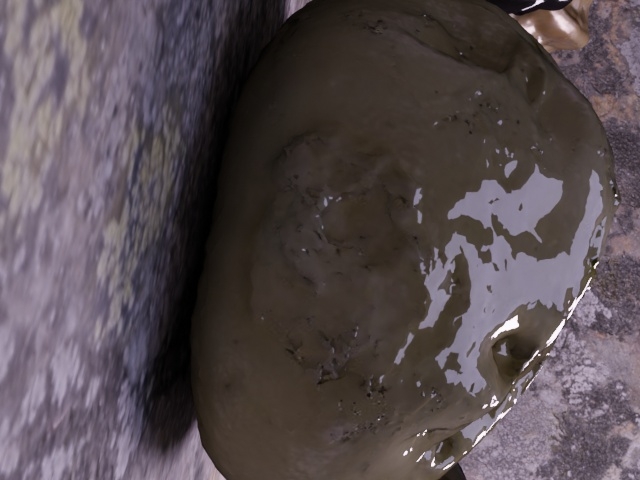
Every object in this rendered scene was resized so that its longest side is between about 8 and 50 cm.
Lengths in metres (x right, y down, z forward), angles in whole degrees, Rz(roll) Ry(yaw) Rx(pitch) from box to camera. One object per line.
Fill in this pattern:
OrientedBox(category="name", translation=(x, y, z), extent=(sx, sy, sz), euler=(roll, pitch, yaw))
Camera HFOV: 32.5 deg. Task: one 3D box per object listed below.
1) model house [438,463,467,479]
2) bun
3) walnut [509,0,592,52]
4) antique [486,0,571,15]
OrientedBox(category="model house", translation=(0.011, 0.345, 1.393), extent=(0.317, 0.297, 0.282), euler=(62, -30, 31))
OrientedBox(category="bun", translation=(0.050, 0.013, 0.687), extent=(0.362, 0.235, 0.326), euler=(-63, 169, -54))
OrientedBox(category="walnut", translation=(0.236, -0.389, 1.519), extent=(0.381, 0.381, 0.381), euler=(10, 90, -86))
OrientedBox(category="antique", translation=(0.171, -0.384, 1.157), extent=(0.185, 0.255, 0.322), euler=(92, 12, -79))
